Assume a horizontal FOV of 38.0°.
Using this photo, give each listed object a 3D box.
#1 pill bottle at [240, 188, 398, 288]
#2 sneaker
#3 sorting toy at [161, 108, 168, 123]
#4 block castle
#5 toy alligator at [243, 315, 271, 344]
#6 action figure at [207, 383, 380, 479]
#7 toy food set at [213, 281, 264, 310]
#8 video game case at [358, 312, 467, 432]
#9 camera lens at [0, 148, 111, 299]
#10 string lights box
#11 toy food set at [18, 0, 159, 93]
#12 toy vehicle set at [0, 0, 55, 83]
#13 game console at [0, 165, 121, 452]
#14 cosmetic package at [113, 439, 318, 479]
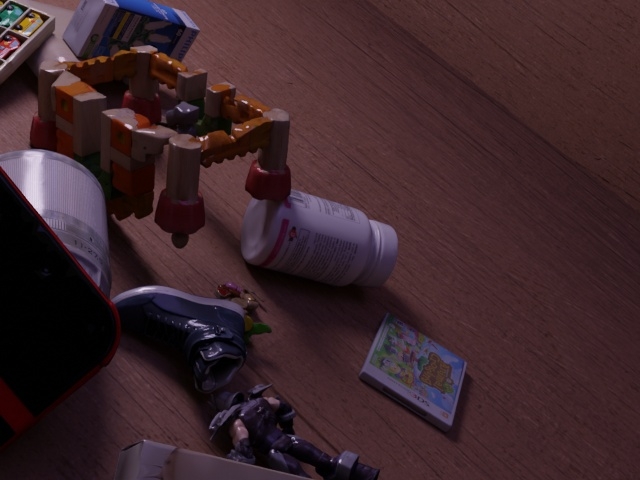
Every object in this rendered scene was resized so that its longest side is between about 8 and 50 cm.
[{"bbox_3d":[0.000,0.000,1.824,0.283,0.160,0.160,16,35,-26],"label":"pill bottle"},{"bbox_3d":[-0.224,0.155,1.455,0.226,0.086,0.163,7,35,-14],"label":"sneaker"},{"bbox_3d":[-0.330,-0.268,2.044,0.083,0.012,0.062,7,35,-31],"label":"sorting toy"},{"bbox_3d":[-0.298,-0.178,1.705,0.453,0.213,0.303,30,36,31],"label":"block castle"},{"bbox_3d":[-0.178,0.139,1.585,0.189,0.056,0.051,21,76,-8],"label":"toy alligator"},{"bbox_3d":[-0.059,0.319,1.398,0.285,0.099,0.185,35,38,13],"label":"action figure"},{"bbox_3d":[-0.154,0.102,1.664,0.078,0.019,0.122,40,17,21],"label":"toy food set"},{"bbox_3d":[0.182,0.246,1.775,0.193,0.023,0.212,33,31,-1],"label":"video game case"},{"bbox_3d":[-0.423,0.016,1.367,0.219,0.219,0.274,15,36,-27],"label":"camera lens"},{"bbox_3d":[-0.396,-0.439,1.962,0.259,0.133,0.077,2,41,-51],"label":"string lights box"},{"bbox_3d":[-0.519,-0.400,2.007,0.220,0.092,0.306,49,26,25],"label":"toy food set"},{"bbox_3d":[-0.655,-0.386,1.801,0.166,0.035,0.267,22,47,3],"label":"toy vehicle set"},{"bbox_3d":[-0.472,0.078,1.137,0.342,0.060,0.386,-40,97,-19],"label":"game console"},{"bbox_3d":[-0.114,0.372,1.197,0.309,0.113,0.160,18,64,-23],"label":"cosmetic package"}]
